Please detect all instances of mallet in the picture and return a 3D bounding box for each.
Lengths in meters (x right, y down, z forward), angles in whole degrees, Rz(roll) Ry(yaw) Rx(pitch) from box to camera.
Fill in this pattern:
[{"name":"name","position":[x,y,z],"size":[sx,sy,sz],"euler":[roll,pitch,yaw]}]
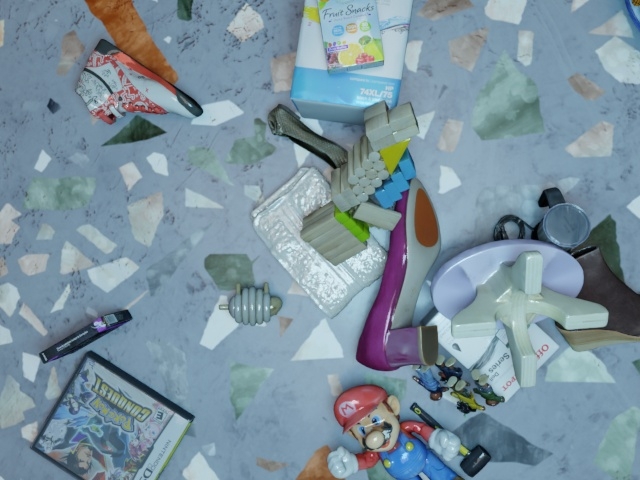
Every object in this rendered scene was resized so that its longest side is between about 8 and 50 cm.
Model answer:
[{"name":"mallet","position":[0.258,0.414,1.232],"size":[0.190,0.039,0.062],"euler":[34,96,8]}]

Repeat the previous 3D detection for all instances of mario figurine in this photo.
[{"name":"mario figurine","position":[0.146,0.425,1.166],"size":[0.320,0.170,0.198],"euler":[48,61,-5]}]

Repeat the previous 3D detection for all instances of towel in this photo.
[{"name":"towel","position":[0.000,0.000,1.233],"size":[0.187,0.049,0.282],"euler":[-41,88,5]}]

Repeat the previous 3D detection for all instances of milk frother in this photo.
[{"name":"milk frother","position":[0.425,-0.019,1.154],"size":[0.143,0.135,0.129],"euler":[-31,75,3]}]

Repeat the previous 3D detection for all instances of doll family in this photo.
[{"name":"doll family","position":[0.266,0.291,1.171],"size":[0.076,0.193,0.111],"euler":[-47,128,-15]}]

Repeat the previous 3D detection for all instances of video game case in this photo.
[{"name":"video game case","position":[-0.450,0.416,1.284],"size":[0.275,0.035,0.248],"euler":[31,94,3]}]

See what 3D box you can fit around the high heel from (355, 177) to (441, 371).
[{"name":"high heel","position":[0.135,0.066,1.176],"size":[0.181,0.127,0.377],"euler":[-11,69,43]}]

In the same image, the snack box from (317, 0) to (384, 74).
[{"name":"snack box","position":[0.051,-0.368,1.027],"size":[0.100,0.037,0.141],"euler":[-8,90,4]}]

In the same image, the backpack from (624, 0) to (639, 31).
[{"name":"backpack","position":[0.703,-0.482,1.089],"size":[0.263,0.213,0.276],"euler":[-24,83,-3]}]

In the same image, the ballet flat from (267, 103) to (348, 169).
[{"name":"ballet flat","position":[-0.010,-0.187,1.211],"size":[0.250,0.084,0.058],"euler":[38,78,8]}]

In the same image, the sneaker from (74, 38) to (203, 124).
[{"name":"sneaker","position":[-0.383,-0.289,1.238],"size":[0.270,0.090,0.145],"euler":[34,95,6]}]

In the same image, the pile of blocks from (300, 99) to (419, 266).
[{"name":"pile of blocks","position":[0.090,-0.111,1.108],"size":[0.149,0.112,0.362],"euler":[20,130,-16]}]

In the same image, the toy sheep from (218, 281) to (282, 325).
[{"name":"toy sheep","position":[-0.144,0.134,1.230],"size":[0.132,0.091,0.091],"euler":[-3,91,-1]}]

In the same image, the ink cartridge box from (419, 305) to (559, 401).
[{"name":"ink cartridge box","position":[0.335,0.187,1.189],"size":[0.219,0.092,0.160],"euler":[42,95,3]}]

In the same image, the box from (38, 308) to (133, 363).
[{"name":"box","position":[-0.488,0.199,1.242],"size":[0.162,0.116,0.029],"euler":[-31,87,4]}]

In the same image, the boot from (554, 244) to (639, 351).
[{"name":"boot","position":[0.568,0.099,1.146],"size":[0.249,0.090,0.206],"euler":[-22,111,12]}]

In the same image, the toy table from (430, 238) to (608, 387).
[{"name":"toy table","position":[0.343,0.106,1.031],"size":[0.274,0.161,0.252],"euler":[-16,113,5]}]

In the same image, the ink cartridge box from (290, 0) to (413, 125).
[{"name":"ink cartridge box","position":[0.066,-0.374,1.145],"size":[0.197,0.198,0.270],"euler":[8,93,5]}]
